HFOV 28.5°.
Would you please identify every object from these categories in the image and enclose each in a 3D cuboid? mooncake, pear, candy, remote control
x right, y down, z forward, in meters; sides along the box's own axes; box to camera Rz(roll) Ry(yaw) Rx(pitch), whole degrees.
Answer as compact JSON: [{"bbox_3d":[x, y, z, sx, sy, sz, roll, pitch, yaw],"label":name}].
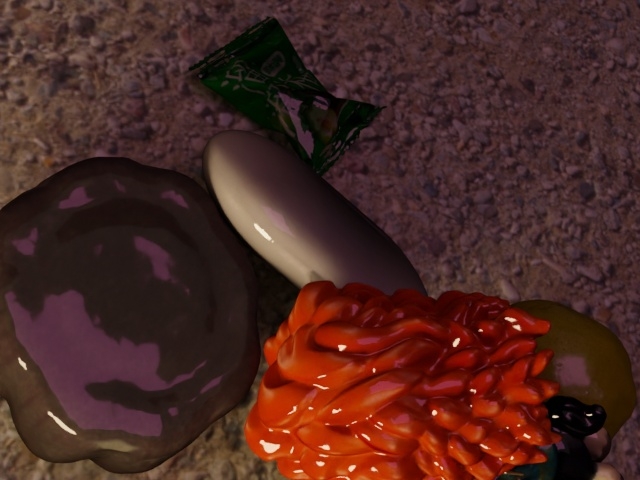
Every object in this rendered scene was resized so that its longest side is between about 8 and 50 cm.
[{"bbox_3d":[-0.209,0.078,1.258,0.306,0.154,0.306,12,62,-24],"label":"mooncake"},{"bbox_3d":[0.259,0.164,1.457,0.200,0.200,0.200,12,63,-24],"label":"pear"},{"bbox_3d":[-0.041,-0.172,1.511,0.203,0.078,0.141,41,43,8],"label":"candy"},{"bbox_3d":[0.000,0.000,1.384,0.332,0.103,0.221,39,17,-21],"label":"remote control"}]

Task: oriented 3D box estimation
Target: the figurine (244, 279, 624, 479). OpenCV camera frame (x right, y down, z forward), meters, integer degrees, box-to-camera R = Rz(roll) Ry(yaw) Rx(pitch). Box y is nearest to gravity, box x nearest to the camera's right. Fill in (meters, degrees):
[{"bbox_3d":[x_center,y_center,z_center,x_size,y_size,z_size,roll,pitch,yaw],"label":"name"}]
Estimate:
[{"bbox_3d":[0.122,0.199,1.270,0.412,0.306,0.241,51,35,-42],"label":"figurine"}]
